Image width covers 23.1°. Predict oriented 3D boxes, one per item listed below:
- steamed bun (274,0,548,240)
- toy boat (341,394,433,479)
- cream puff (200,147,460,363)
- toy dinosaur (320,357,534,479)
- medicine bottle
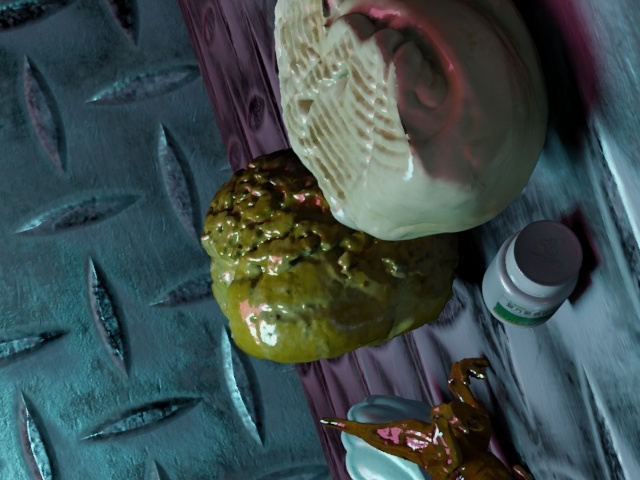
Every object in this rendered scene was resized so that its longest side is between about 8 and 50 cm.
[{"bbox_3d":[0.100,-0.145,1.446,0.289,0.203,0.276,1,100,65],"label":"steamed bun"},{"bbox_3d":[0.145,0.325,2.133,0.100,0.199,0.290,-42,61,43],"label":"toy boat"},{"bbox_3d":[0.000,0.000,1.861,0.343,0.327,0.231,-36,-61,-57],"label":"cream puff"},{"bbox_3d":[0.160,0.246,1.952,0.432,0.097,0.208,36,135,42],"label":"toy dinosaur"},{"bbox_3d":[0.203,0.031,1.489,0.130,0.080,0.080,104,147,-73],"label":"medicine bottle"}]
